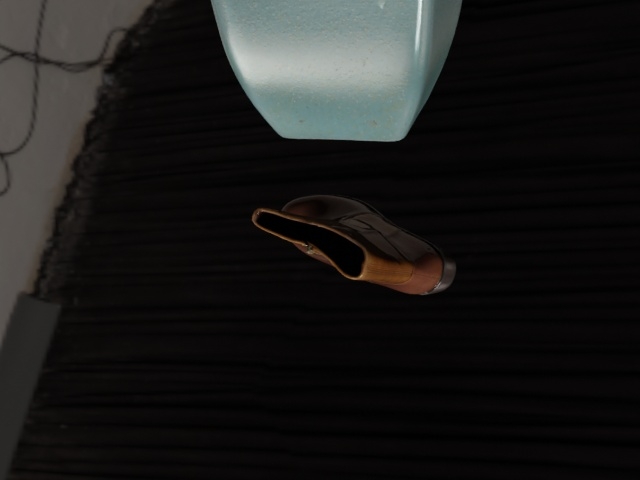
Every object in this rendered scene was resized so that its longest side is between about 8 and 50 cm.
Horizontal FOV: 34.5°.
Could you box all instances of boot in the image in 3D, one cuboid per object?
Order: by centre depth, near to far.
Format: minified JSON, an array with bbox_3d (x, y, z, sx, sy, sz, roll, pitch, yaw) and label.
[{"bbox_3d":[0.000,0.000,1.237,0.280,0.264,0.096,8,110,-60],"label":"boot"}]

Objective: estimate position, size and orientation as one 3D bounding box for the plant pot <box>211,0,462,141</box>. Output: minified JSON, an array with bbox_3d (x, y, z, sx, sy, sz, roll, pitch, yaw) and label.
[{"bbox_3d":[0.032,-0.249,1.139,0.248,0.247,0.252,-58,146,-58],"label":"plant pot"}]
